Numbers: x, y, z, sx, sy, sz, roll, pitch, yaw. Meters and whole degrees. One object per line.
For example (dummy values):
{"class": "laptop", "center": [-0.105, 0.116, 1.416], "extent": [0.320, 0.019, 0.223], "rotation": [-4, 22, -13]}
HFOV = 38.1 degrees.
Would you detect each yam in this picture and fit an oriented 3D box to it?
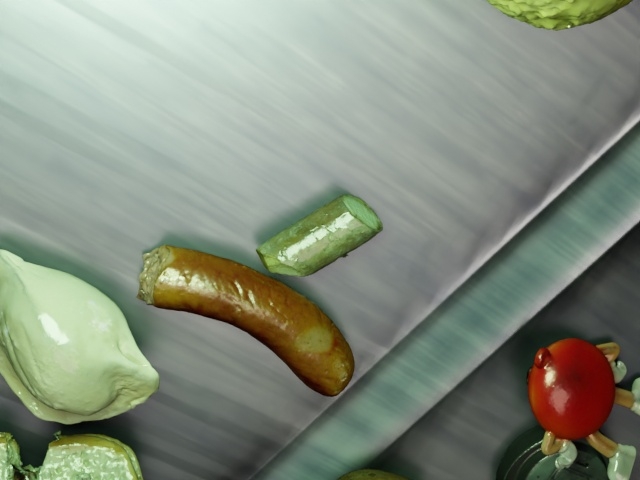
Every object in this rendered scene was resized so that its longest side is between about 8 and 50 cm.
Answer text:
{"class": "yam", "center": [0.000, 0.000, 1.098], "extent": [0.146, 0.069, 0.069], "rotation": [-32, 113, 3]}

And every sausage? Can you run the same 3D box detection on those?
{"class": "sausage", "center": [-0.078, 0.090, 1.119], "extent": [0.302, 0.076, 0.103], "rotation": [29, 113, -17]}

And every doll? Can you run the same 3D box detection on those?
{"class": "doll", "center": [0.342, 0.213, 1.218], "extent": [0.217, 0.085, 0.183], "rotation": [31, 74, -24]}

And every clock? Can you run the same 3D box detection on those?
{"class": "clock", "center": [0.336, 0.336, 1.301], "extent": [0.185, 0.040, 0.184], "rotation": [-3, 113, -7]}

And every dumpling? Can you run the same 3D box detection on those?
{"class": "dumpling", "center": [-0.316, 0.126, 1.079], "extent": [0.252, 0.131, 0.179], "rotation": [40, 126, -12]}

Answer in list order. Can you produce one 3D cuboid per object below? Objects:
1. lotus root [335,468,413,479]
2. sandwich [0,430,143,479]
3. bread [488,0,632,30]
{"class": "lotus root", "center": [0.070, 0.367, 1.237], "extent": [0.210, 0.120, 0.120], "rotation": [16, 109, -14]}
{"class": "sandwich", "center": [-0.355, 0.355, 1.121], "extent": [0.273, 0.095, 0.248], "rotation": [4, 72, -9]}
{"class": "bread", "center": [0.255, -0.358, 0.865], "extent": [0.237, 0.320, 0.320], "rotation": [31, 106, 6]}
